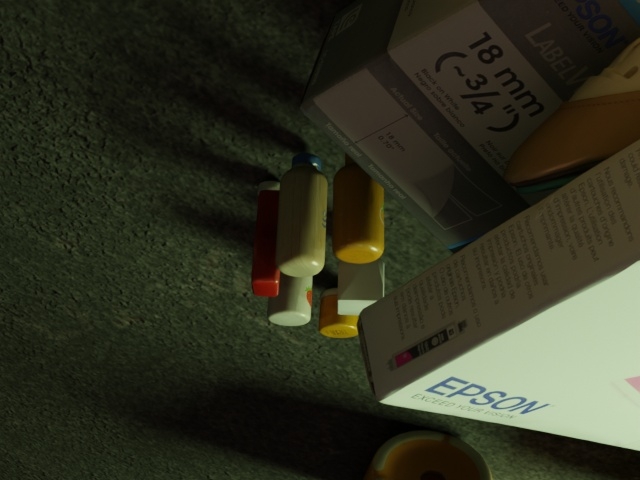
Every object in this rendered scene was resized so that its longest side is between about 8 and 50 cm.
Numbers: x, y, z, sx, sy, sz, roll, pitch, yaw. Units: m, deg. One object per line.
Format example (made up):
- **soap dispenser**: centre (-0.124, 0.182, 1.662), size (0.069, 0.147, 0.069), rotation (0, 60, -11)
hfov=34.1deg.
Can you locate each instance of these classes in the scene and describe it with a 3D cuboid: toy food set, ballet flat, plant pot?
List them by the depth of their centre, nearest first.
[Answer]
- **ballet flat**: centre (0.205, -0.086, 0.555), size (0.232, 0.080, 0.073), rotation (-14, 96, 7)
- **toy food set**: centre (0.000, 0.000, 0.896), size (0.111, 0.105, 0.232), rotation (2, 158, 2)
- **plant pot**: centre (0.108, 0.317, 1.132), size (0.205, 0.205, 0.188), rotation (12, 126, 10)

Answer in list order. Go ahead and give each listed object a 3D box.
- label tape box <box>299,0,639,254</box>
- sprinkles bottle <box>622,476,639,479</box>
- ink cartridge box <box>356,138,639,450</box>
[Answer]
- **label tape box**: centre (0.187, -0.104, 0.655), size (0.240, 0.106, 0.333), rotation (41, 137, -24)
- **sprinkles bottle**: centre (0.371, 0.254, 0.911), size (0.121, 0.121, 0.355), rotation (26, 158, -6)
- **ink cartridge box**: centre (0.248, 0.031, 0.612), size (0.324, 0.071, 0.330), rotation (18, 141, -40)
